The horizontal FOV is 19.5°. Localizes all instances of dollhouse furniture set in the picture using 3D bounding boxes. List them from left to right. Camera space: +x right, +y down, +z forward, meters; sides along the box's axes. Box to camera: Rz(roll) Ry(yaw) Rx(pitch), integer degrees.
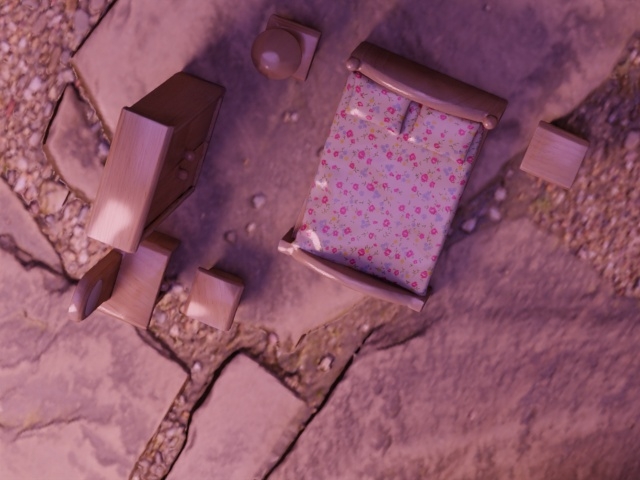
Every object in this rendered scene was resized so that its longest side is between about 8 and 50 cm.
[{"bbox_3d":[0.000,0.000,1.558,0.355,0.174,0.303,22,111,6],"label":"dollhouse furniture set"}]
